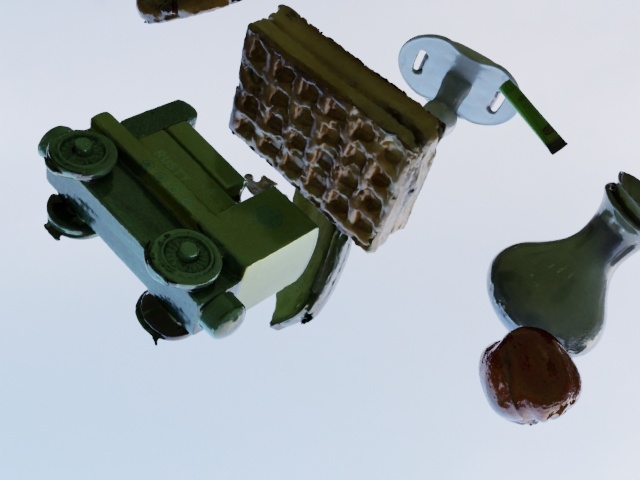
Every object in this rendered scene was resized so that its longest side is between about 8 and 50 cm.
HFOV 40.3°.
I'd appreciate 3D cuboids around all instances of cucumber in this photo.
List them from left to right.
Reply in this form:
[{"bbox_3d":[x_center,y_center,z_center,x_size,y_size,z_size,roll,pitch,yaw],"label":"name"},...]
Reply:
[{"bbox_3d":[0.003,0.000,1.398,0.145,0.105,0.325,-18,-131,40],"label":"cucumber"}]

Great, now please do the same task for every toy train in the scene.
[{"bbox_3d":[-0.202,-0.038,1.187,0.397,0.160,0.253,43,-130,21],"label":"toy train"}]

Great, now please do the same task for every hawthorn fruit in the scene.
[{"bbox_3d":[0.248,0.164,1.048,0.128,0.128,0.128,-3,-134,3],"label":"hawthorn fruit"}]

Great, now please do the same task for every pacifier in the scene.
[{"bbox_3d":[0.274,-0.307,1.879,0.287,0.238,0.225,32,-120,2],"label":"pacifier"}]

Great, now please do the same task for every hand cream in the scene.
[{"bbox_3d":[0.294,-0.172,1.213,0.036,0.023,0.122,-33,-100,-31],"label":"hand cream"}]

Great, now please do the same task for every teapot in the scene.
[{"bbox_3d":[0.352,0.032,1.172,0.183,0.251,0.183,29,-149,-19],"label":"teapot"}]

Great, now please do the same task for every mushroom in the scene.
[{"bbox_3d":[-0.104,-0.095,1.660,0.101,0.049,0.019,29,-166,-18],"label":"mushroom"}]

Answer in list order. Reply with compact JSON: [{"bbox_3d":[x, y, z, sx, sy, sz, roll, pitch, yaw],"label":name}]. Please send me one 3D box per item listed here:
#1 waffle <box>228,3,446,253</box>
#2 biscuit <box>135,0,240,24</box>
[{"bbox_3d":[0.011,-0.156,1.200,0.308,0.213,0.091,41,-128,18],"label":"waffle"},{"bbox_3d":[-0.224,-0.496,1.704,0.296,0.075,0.296,-13,-157,6],"label":"biscuit"}]
